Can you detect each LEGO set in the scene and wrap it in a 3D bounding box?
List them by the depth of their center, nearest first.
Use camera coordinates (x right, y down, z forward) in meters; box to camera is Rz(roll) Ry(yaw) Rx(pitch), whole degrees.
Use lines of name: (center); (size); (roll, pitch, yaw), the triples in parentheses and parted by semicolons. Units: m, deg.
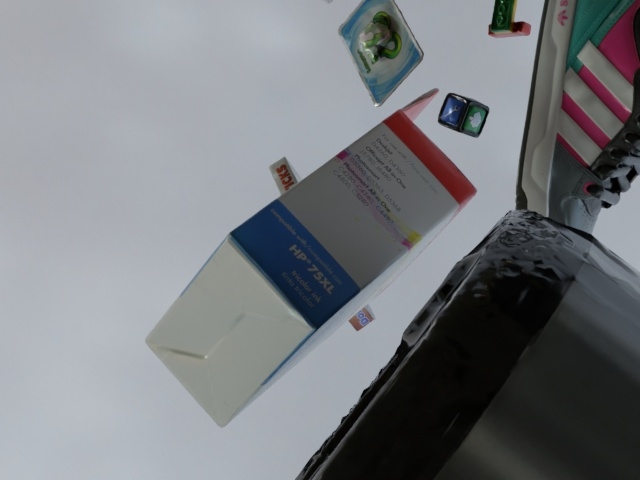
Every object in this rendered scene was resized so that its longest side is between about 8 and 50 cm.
LEGO set: (0.084, -0.182, 0.968); (0.182, 0.060, 0.244); (-47, -131, 29)

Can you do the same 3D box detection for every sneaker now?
sneaker: (0.259, -0.086, 1.184); (0.178, 0.124, 0.295); (9, -84, 20)

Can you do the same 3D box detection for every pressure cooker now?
pressure cooker: (0.161, 0.235, 0.772); (0.420, 0.370, 0.375); (37, -58, 3)

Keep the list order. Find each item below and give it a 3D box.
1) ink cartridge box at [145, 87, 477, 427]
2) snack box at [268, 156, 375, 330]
ink cartridge box: (0.009, 0.005, 0.964); (0.078, 0.134, 0.231); (47, -133, 6)
snack box: (0.000, 0.000, 1.295); (0.022, 0.064, 0.178); (-32, -140, 6)
